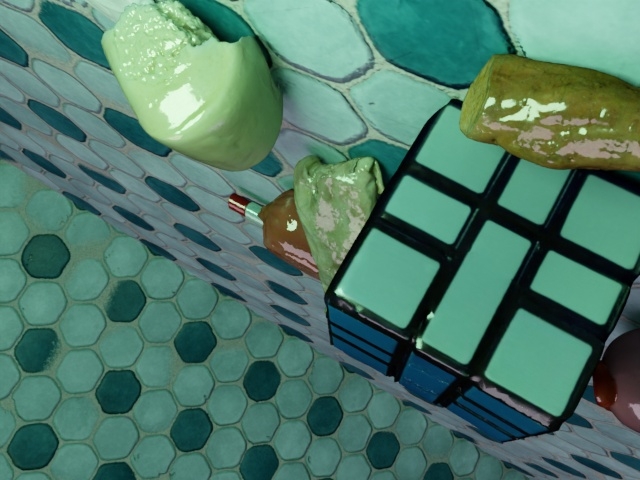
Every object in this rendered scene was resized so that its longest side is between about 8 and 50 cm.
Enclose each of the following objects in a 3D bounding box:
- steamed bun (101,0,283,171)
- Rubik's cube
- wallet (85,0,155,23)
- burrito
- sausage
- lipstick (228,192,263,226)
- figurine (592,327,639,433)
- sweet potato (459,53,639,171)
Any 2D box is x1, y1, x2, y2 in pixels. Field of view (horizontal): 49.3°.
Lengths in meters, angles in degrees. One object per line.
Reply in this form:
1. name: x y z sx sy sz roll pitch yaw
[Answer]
1. steamed bun: -0.143 -0.204 0.924 0.200 0.170 0.225 57 -170 17
2. Rubik's cube: 0.191 0.050 0.850 0.284 0.293 0.288 26 163 11
3. wallet: -0.309 -0.347 0.940 0.183 0.031 0.124 32 166 -17
4. burrito: 0.048 0.013 1.144 0.175 0.107 0.347 27 138 43
5. sausage: 0.000 0.000 1.312 0.255 0.148 0.148 32 164 -4
6. lipstick: -0.073 -0.024 1.484 0.274 0.061 0.068 28 166 0
7. figurine: 0.511 0.214 1.061 0.173 0.173 0.173 26 164 8
8. sweet potato: 0.240 -0.108 0.640 0.252 0.097 0.097 21 162 30
